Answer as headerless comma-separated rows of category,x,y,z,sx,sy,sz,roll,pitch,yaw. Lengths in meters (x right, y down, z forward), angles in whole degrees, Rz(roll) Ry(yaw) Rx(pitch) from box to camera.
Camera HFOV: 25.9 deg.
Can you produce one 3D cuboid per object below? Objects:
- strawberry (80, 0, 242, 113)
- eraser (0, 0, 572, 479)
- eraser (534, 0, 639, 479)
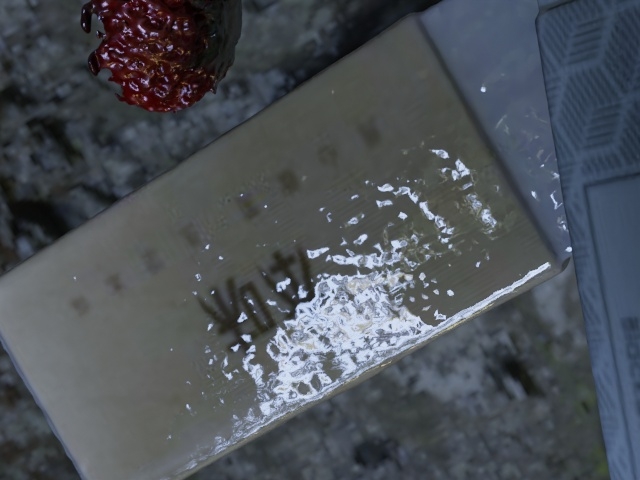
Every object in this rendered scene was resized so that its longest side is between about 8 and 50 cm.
strawberry,-0.102,-0.158,0.974,0.145,0.086,0.145,13,-90,-81
eraser,0.000,0.000,0.697,0.144,0.343,0.078,59,-162,0
eraser,0.165,0.017,0.542,0.098,0.096,0.404,-12,86,51
